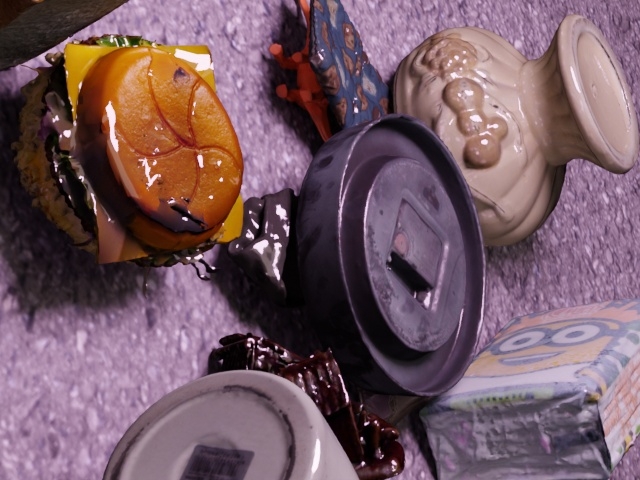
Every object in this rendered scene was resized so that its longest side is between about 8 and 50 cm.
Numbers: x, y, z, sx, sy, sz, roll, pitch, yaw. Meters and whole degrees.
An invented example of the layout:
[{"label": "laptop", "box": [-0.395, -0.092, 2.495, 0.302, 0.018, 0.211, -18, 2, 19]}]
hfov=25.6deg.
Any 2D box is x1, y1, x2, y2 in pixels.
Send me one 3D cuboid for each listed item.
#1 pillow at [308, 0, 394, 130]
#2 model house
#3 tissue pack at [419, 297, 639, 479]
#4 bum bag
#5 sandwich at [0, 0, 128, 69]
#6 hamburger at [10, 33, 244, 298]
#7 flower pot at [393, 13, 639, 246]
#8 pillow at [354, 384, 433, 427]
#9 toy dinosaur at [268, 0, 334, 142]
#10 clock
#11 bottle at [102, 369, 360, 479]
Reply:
[{"label": "pillow", "box": [0.041, -0.187, 1.712, 0.189, 0.034, 0.256, -87, 154, -44]}, {"label": "model house", "box": [-0.012, 0.159, 1.395, 0.141, 0.203, 0.164, -23, 101, -33]}, {"label": "tissue pack", "box": [0.290, 0.181, 1.720, 0.311, 0.228, 0.128, -32, 109, -54]}, {"label": "bum bag", "box": [0.000, 0.000, 1.590, 0.326, 0.079, 0.142, -5, 83, -56]}, {"label": "sandwich", "box": [-0.267, -0.206, 1.237, 0.186, 0.214, 0.065, -25, 92, -57]}, {"label": "hamburger", "box": [-0.180, -0.075, 1.338, 0.243, 0.138, 0.262, -5, 78, -52]}, {"label": "flower pot", "box": [0.259, -0.158, 1.830, 0.307, 0.244, 0.307, 40, 39, -44]}, {"label": "pillow", "box": [0.101, 0.146, 1.668, 0.232, 0.038, 0.131, -15, 93, -56]}, {"label": "toy dinosaur", "box": [-0.019, -0.213, 1.696, 0.101, 0.055, 0.280, 13, 60, -60]}, {"label": "clock", "box": [0.086, 0.018, 1.583, 0.319, 0.066, 0.319, 16, 70, -53]}, {"label": "bottle", "box": [-0.041, 0.294, 1.258, 0.352, 0.229, 0.229, 62, 31, -43]}]
